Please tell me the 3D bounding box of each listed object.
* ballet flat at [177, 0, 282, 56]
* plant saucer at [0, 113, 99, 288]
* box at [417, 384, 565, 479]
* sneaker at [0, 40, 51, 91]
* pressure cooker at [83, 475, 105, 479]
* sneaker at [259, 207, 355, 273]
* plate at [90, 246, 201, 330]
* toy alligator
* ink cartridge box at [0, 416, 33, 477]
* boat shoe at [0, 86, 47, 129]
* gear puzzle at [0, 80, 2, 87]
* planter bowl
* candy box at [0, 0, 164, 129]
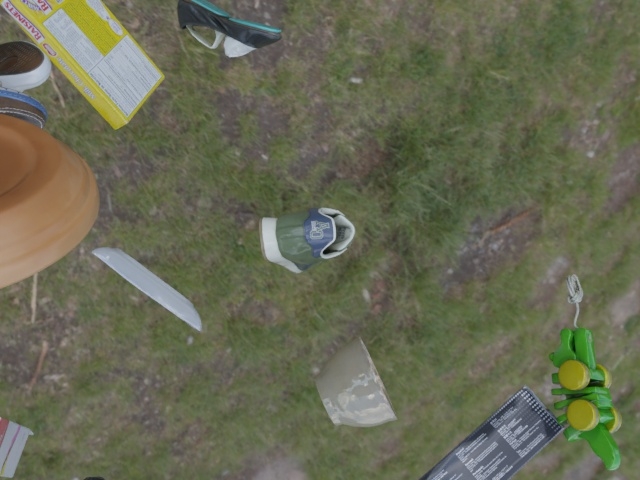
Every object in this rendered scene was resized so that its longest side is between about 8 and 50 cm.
[{"bbox_3d":[-0.210,-0.473,1.611,0.095,0.280,0.096,-20,133,-57],"label":"ballet flat"},{"bbox_3d":[-0.242,-0.034,0.440,0.200,0.200,0.037,-12,128,-29],"label":"plant saucer"},{"bbox_3d":[0.136,0.286,0.796,0.270,0.060,0.216,-39,160,-9],"label":"box"},{"bbox_3d":[-0.596,-0.304,1.363,0.106,0.290,0.123,-60,141,-29],"label":"sneaker"},{"bbox_3d":[-0.194,0.392,0.536,0.420,0.376,0.369,12,81,-46],"label":"pressure cooker"},{"bbox_3d":[0.000,0.000,0.804,0.192,0.086,0.064,15,68,-75],"label":"sneaker"},{"bbox_3d":[-0.382,0.094,1.568,0.278,0.277,0.045,40,77,-14],"label":"plate"},{"bbox_3d":[0.248,0.129,0.698,0.056,0.189,0.051,16,149,-41],"label":"toy alligator"},{"bbox_3d":[-0.435,0.246,0.874,0.115,0.198,0.067,15,69,-4],"label":"ink cartridge box"},{"bbox_3d":[-0.378,-0.119,0.748,0.183,0.066,0.066,-4,147,-37],"label":"boat shoe"},{"bbox_3d":[-0.624,-0.193,1.209,0.044,0.339,0.175,-26,123,-49],"label":"gear puzzle"},{"bbox_3d":[0.056,0.270,1.286,0.109,0.162,0.162,-26,130,2],"label":"planter bowl"},{"bbox_3d":[-0.260,-0.226,0.757,0.206,0.027,0.105,51,39,-25],"label":"candy box"}]
